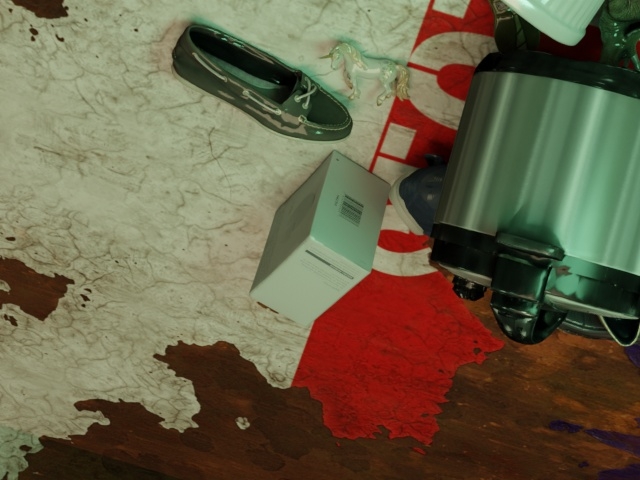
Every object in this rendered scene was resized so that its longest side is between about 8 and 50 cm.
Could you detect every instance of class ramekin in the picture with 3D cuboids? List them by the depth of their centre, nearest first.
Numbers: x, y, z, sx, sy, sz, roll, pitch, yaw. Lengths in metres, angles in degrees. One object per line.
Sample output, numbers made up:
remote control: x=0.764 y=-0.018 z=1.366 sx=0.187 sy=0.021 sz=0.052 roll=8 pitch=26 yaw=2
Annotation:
ramekin: x=0.291 y=-0.401 z=1.605 sx=0.273 sy=0.273 sz=0.127 roll=33 pitch=114 yaw=-19

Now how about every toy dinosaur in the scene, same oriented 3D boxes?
toy dinosaur: x=0.477 y=-0.383 z=1.696 sx=0.160 sy=0.121 sz=0.313 roll=18 pitch=136 yaw=-21

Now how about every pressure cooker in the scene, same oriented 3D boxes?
pressure cooker: x=0.361 y=-0.046 z=1.778 sx=0.369 sy=0.421 sz=0.375 roll=15 pitch=-179 yaw=-28

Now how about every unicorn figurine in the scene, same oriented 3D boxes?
unicorn figurine: x=0.072 y=-0.282 z=1.960 sx=0.161 sy=0.060 sz=0.111 roll=-1 pitch=138 yaw=-5

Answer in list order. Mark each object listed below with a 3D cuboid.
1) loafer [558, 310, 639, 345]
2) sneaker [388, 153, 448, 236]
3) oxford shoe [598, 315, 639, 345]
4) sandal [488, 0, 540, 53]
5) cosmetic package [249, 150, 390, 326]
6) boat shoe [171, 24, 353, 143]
loafer: x=0.544 y=0.157 z=2.261 sx=0.302 sy=0.109 sz=0.095 roll=11 pitch=143 yaw=1
sneaker: x=0.277 y=-0.052 z=2.122 sx=0.322 sy=0.130 sz=0.236 roll=20 pitch=168 yaw=-35
oxford shoe: x=0.519 y=0.014 z=2.053 sx=0.140 sy=0.147 sz=0.397 roll=-15 pitch=126 yaw=15
sandal: x=0.292 y=-0.361 z=1.809 sx=0.072 sy=0.049 sz=0.180 roll=-15 pitch=116 yaw=23
cosmetic package: x=0.000 y=0.000 z=2.160 sx=0.138 sy=0.224 sz=0.224 roll=31 pitch=137 yaw=-17
boat shoe: x=-0.094 y=-0.263 z=1.984 sx=0.335 sy=0.112 sz=0.095 roll=23 pitch=143 yaw=-3
